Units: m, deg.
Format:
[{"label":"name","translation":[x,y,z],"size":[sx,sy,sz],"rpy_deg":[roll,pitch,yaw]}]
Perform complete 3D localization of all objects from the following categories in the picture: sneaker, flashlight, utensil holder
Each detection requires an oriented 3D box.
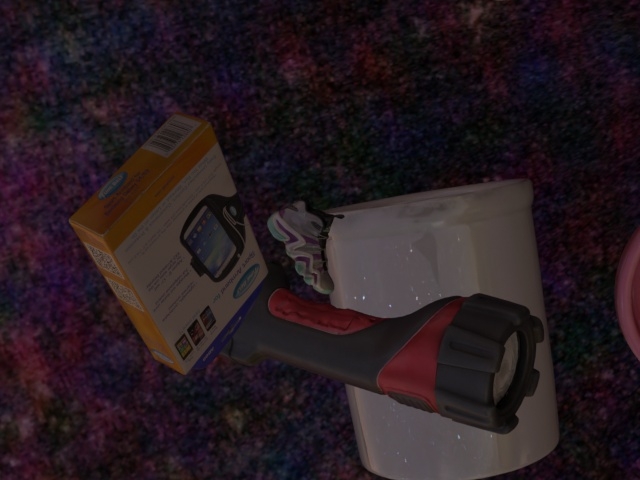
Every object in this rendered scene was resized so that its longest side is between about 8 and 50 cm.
[{"label":"sneaker","translation":[0.000,0.000,0.874],"size":[0.069,0.038,0.098],"rpy_deg":[-36,95,16]},{"label":"flashlight","translation":[0.025,0.069,0.735],"size":[0.304,0.103,0.103],"rpy_deg":[14,113,34]},{"label":"utensil holder","translation":[0.175,0.122,1.318],"size":[0.327,0.327,0.386],"rpy_deg":[-4,97,46]}]

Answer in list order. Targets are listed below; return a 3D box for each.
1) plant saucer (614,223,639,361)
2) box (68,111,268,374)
[{"label":"plant saucer","translation":[0.586,0.063,1.266],"size":[0.331,0.084,0.332],"rpy_deg":[1,106,3]},{"label":"box","translation":[-0.072,0.009,0.467],"size":[0.028,0.081,0.136],"rpy_deg":[23,149,28]}]
